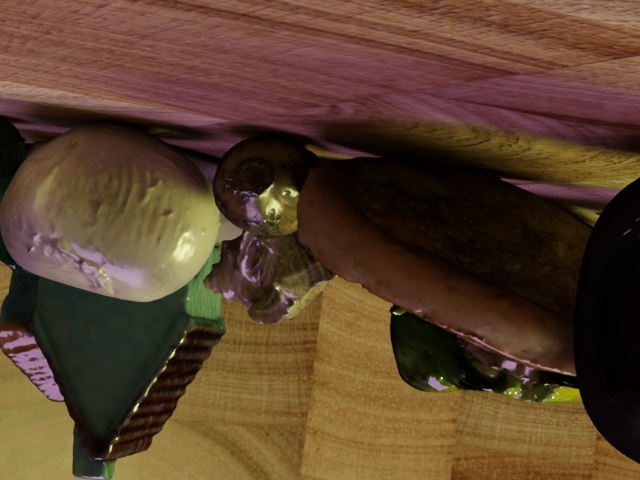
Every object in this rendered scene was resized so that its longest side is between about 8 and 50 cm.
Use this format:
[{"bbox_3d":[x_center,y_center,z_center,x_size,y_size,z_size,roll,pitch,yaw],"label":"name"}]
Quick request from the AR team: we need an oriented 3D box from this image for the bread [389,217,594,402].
[{"bbox_3d":[0.227,0.072,2.048,0.251,0.208,0.376,9,178,25],"label":"bread"}]

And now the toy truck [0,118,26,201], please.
[{"bbox_3d":[-0.402,-0.079,1.840,0.242,0.101,0.125,3,-173,25],"label":"toy truck"}]

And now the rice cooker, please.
[{"bbox_3d":[0.320,0.059,1.391,0.224,0.267,0.267,14,173,-37],"label":"rice cooker"}]

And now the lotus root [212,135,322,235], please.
[{"bbox_3d":[-0.043,-0.048,1.695,0.080,0.089,0.179,48,-170,11],"label":"lotus root"}]

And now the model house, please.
[{"bbox_3d":[-0.223,0.114,1.986,0.230,0.249,0.280,7,176,7],"label":"model house"}]

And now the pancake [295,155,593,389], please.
[{"bbox_3d":[0.155,0.025,1.622,0.382,0.071,0.382,22,-162,-7],"label":"pancake"}]

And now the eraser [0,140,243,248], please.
[{"bbox_3d":[-0.136,-0.036,2.082,0.213,0.082,0.397,6,176,31],"label":"eraser"}]

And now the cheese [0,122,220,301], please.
[{"bbox_3d":[-0.186,-0.026,1.743,0.189,0.154,0.198,24,172,-8],"label":"cheese"}]

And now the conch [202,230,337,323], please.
[{"bbox_3d":[0.000,0.000,1.843,0.245,0.178,0.163,-19,131,5],"label":"conch"}]
